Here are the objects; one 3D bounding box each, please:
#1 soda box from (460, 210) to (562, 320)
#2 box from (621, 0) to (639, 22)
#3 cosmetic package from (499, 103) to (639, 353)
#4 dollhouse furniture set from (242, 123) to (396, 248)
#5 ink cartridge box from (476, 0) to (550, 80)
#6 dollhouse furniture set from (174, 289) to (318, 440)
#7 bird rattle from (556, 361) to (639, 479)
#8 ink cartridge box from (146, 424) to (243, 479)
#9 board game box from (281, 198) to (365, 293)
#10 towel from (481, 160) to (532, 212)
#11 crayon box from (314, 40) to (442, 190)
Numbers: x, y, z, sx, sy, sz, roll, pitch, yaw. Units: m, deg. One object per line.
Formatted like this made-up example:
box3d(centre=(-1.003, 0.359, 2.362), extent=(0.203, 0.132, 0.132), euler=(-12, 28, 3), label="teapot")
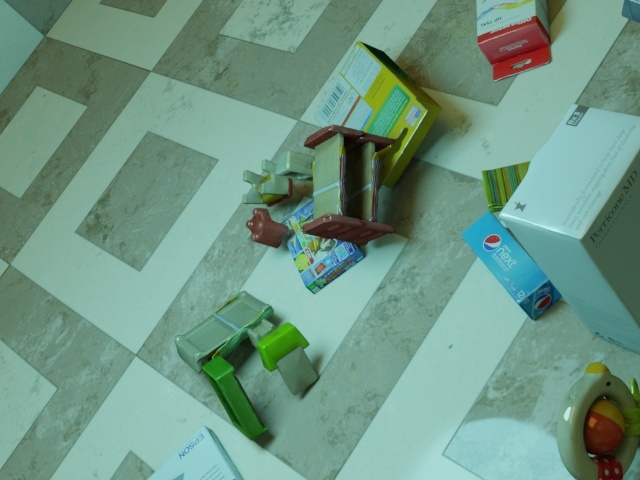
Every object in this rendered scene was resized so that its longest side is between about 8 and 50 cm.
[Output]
box3d(centre=(0.340, 0.043, 1.825), extent=(0.071, 0.067, 0.210), euler=(-40, 44, 6), label="soda box")
box3d(centre=(0.730, -0.347, 1.619), extent=(0.318, 0.097, 0.395), euler=(-7, 28, -23), label="box")
box3d(centre=(0.454, -0.004, 1.540), extent=(0.156, 0.385, 0.217), euler=(23, 76, 45), label="cosmetic package")
box3d(centre=(-0.013, -0.082, 2.091), extent=(0.374, 0.152, 0.201), euler=(-22, 62, 56), label="dollhouse furniture set")
box3d(centre=(0.402, -0.458, 2.131), extent=(0.134, 0.078, 0.231), euler=(-16, 52, 28), label="ink cartridge box")
box3d(centre=(-0.148, 0.242, 2.063), extent=(0.197, 0.151, 0.301), euler=(-34, 23, -16), label="dollhouse furniture set")
box3d(centre=(0.413, 0.297, 1.502), extent=(0.253, 0.207, 0.143), euler=(-50, 24, -17), label="bird rattle")
box3d(centre=(-0.251, 0.506, 1.963), extent=(0.223, 0.045, 0.224), euler=(-45, 44, 2), label="ink cartridge box")
box3d(centre=(0.000, 0.000, 2.143), extent=(0.136, 0.035, 0.201), euler=(-36, 45, 12), label="board game box")
box3d(centre=(0.417, -0.118, 1.869), extent=(0.237, 0.021, 0.102), euler=(-13, 49, 10), label="towel")
box3d(centre=(0.126, -0.256, 2.149), extent=(0.203, 0.083, 0.323), euler=(-58, 39, 21), label="crayon box")
